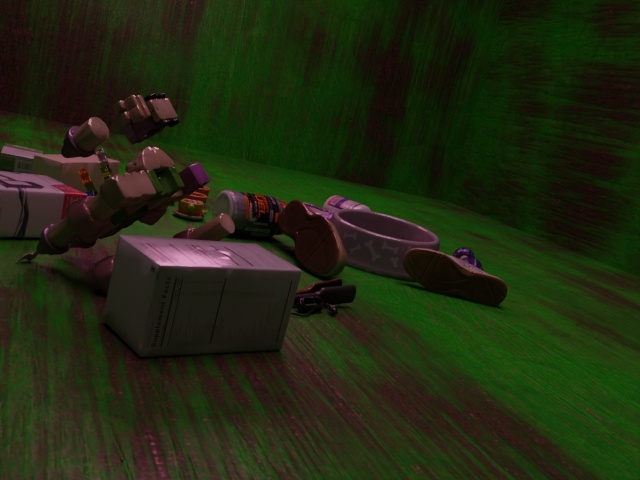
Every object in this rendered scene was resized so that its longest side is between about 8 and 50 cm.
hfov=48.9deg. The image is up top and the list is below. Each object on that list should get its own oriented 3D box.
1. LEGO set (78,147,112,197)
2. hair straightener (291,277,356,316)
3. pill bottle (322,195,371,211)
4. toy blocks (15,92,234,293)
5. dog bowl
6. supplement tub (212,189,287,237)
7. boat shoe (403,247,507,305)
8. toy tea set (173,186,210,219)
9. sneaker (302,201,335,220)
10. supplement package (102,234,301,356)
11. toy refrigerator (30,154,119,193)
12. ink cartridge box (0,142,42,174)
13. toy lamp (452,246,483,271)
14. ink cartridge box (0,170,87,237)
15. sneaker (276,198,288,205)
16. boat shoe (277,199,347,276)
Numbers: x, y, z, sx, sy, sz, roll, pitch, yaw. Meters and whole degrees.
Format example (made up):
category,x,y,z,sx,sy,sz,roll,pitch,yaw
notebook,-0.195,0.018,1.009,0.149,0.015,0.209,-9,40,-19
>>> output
category,x,y,z,sx,sy,sz,roll,pitch,yaw
LEGO set,-0.547,-0.119,1.768,0.087,0.093,0.227,-23,50,-10
hair straightener,-0.005,0.110,1.361,0.089,0.047,0.230,22,13,39
pill bottle,0.104,-0.076,2.343,0.108,0.108,0.193,4,15,-45
toy blocks,-0.371,-0.063,1.271,0.260,0.309,0.288,-28,-1,27
dog bowl,0.172,0.003,1.967,0.348,0.102,0.349,14,14,-3
supplement tub,-0.184,-0.068,1.893,0.190,0.117,0.117,5,13,-37
boat shoe,0.337,0.091,1.807,0.277,0.098,0.096,22,9,-5
toy tea set,-0.411,-0.157,2.044,0.199,0.124,0.336,12,10,-7
sneaker,0.001,-0.055,2.108,0.236,0.095,0.104,7,6,-35
supplement package,-0.173,0.080,1.045,0.244,0.139,0.133,5,15,-42
toy refrigerator,-0.652,-0.171,1.871,0.094,0.102,0.269,16,11,12
ink cartridge box,-0.850,-0.224,2.001,0.108,0.062,0.209,9,11,-24
toy lamp,0.427,0.074,2.058,0.080,0.080,0.275,14,8,4
ink cartridge box,-0.616,-0.074,1.392,0.171,0.100,0.237,21,12,37
sneaker,-0.107,-0.086,2.234,0.188,0.066,0.071,11,12,-15
boat shoe,0.000,0.000,1.756,0.110,0.122,0.341,34,11,-31
